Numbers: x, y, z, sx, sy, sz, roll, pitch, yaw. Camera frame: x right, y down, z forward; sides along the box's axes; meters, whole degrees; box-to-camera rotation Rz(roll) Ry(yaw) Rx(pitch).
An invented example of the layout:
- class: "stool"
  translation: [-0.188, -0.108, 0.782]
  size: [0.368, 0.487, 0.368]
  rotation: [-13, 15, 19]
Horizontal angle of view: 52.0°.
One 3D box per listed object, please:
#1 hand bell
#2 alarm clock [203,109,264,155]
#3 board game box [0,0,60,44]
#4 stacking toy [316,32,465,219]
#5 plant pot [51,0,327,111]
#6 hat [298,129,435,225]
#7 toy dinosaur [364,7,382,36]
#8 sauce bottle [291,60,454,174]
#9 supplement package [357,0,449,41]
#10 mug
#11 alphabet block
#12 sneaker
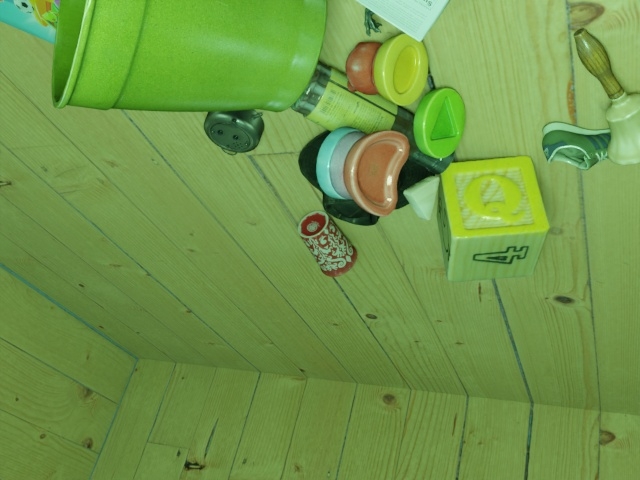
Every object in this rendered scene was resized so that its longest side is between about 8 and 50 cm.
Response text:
- class: "hand bell"
  translation: [0.492, -0.256, 1.102]
  size: [0.126, 0.126, 0.242]
  rotation: [-17, 125, 45]
- class: "alarm clock"
  translation: [-0.199, -0.242, 1.485]
  size: [0.129, 0.064, 0.192]
  rotation: [18, 155, -5]
- class: "board game box"
  translation: [-0.496, -0.473, 1.199]
  size: [0.336, 0.079, 0.254]
  rotation: [21, 151, -11]
- class: "stacking toy"
  translation: [0.123, -0.195, 1.215]
  size: [0.130, 0.308, 0.280]
  rotation: [18, 177, 43]
- class: "plant pot"
  translation: [-0.194, -0.347, 1.006]
  size: [0.353, 0.366, 0.366]
  rotation: [8, 158, -29]
- class: "hat"
  translation: [0.088, -0.116, 1.490]
  size: [0.332, 0.133, 0.331]
  rotation: [13, 151, 7]
- class: "toy dinosaur"
  translation: [0.118, -0.395, 1.055]
  size: [0.268, 0.064, 0.118]
  rotation: [8, 137, 18]
- class: "sauce bottle"
  translation: [0.109, -0.230, 1.296]
  size: [0.344, 0.111, 0.111]
  rotation: [26, 150, -19]
- class: "supplement package"
  translation: [0.113, -0.410, 0.779]
  size: [0.204, 0.261, 0.145]
  rotation: [32, 151, -3]
- class: "mug"
  translation: [0.000, 0.008, 1.780]
  size: [0.150, 0.113, 0.169]
  rotation: [-4, 143, 29]
- class: "alphabet block"
  translation: [0.356, -0.041, 1.392]
  size: [0.194, 0.192, 0.197]
  rotation: [-7, 148, 4]
- class: "sneaker"
  translation: [0.514, -0.165, 1.236]
  size: [0.192, 0.086, 0.064]
  rotation: [10, 151, 10]
